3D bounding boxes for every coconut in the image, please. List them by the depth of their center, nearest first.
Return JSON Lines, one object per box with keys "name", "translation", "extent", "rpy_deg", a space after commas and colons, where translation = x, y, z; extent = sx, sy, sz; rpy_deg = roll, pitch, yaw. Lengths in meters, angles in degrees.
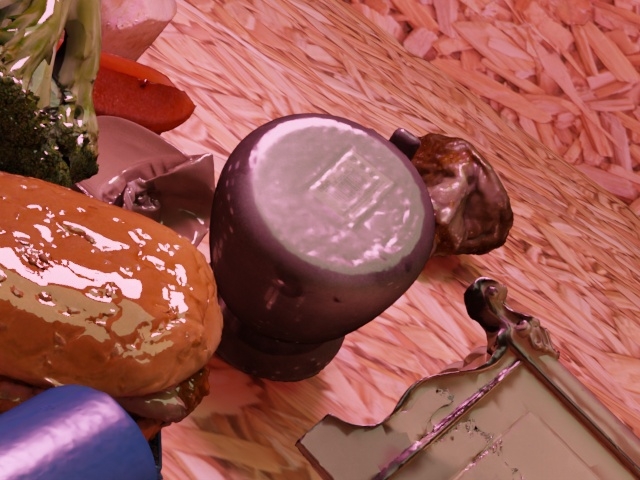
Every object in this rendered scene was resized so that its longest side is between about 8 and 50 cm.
{"name": "coconut", "translation": [-0.300, -0.324, 1.719], "extent": [0.241, 0.241, 0.241], "rpy_deg": [34, 20, -14]}

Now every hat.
{"name": "hat", "translation": [-0.226, -0.050, 1.491], "extent": [0.173, 0.144, 0.166], "rpy_deg": [15, 33, 31]}

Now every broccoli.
{"name": "broccoli", "translation": [-0.331, -0.164, 1.274], "extent": [0.308, 0.275, 0.308], "rpy_deg": [27, -10, 5]}

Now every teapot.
{"name": "teapot", "translation": [-0.023, -0.003, 1.422], "extent": [0.223, 0.285, 0.305], "rpy_deg": [16, 53, -11]}

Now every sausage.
{"name": "sausage", "translation": [-0.286, -0.188, 1.605], "extent": [0.330, 0.102, 0.102], "rpy_deg": [10, 34, -50]}

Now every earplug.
{"name": "earplug", "translation": [-0.235, 0.192, 0.871], "extent": [0.132, 0.132, 0.273], "rpy_deg": [44, 24, 13]}

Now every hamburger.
{"name": "hamburger", "translation": [-0.221, 0.052, 1.115], "extent": [0.283, 0.144, 0.259], "rpy_deg": [23, 22, -19]}

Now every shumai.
{"name": "shumai", "translation": [0.165, -0.040, 2.096], "extent": [0.222, 0.204, 0.272], "rpy_deg": [47, -14, 16]}

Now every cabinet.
{"name": "cabinet", "translation": [0.134, 0.252, 1.026], "extent": [0.227, 0.290, 0.318], "rpy_deg": [-37, 73, -29]}

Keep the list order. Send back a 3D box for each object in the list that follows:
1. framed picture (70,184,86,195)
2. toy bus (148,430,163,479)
{"name": "framed picture", "translation": [-0.293, -0.103, 1.567], "extent": [0.136, 0.010, 0.201], "rpy_deg": [21, 27, -42]}
{"name": "toy bus", "translation": [-0.160, 0.178, 1.146], "extent": [0.046, 0.038, 0.083], "rpy_deg": [33, 21, -24]}
